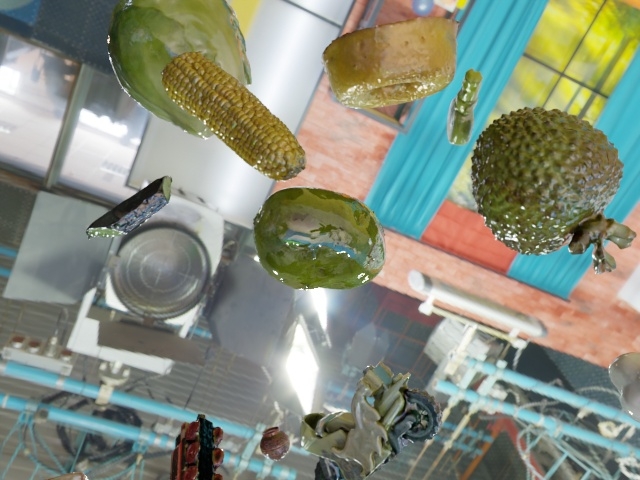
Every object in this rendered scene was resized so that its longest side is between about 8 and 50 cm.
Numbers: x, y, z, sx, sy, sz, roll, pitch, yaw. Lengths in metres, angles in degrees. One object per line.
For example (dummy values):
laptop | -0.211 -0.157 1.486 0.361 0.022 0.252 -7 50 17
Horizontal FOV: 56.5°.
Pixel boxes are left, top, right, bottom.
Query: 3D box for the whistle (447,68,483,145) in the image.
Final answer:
whistle | 0.307 -0.280 1.250 0.057 0.198 0.104 3 -117 0

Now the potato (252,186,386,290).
potato | 0.000 0.000 1.004 0.253 0.186 0.149 31 -145 -36

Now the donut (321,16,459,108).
donut | 0.142 -0.339 1.174 0.277 0.109 0.277 -10 179 0

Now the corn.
corn | -0.139 -0.203 0.985 0.313 0.102 0.102 43 -156 16

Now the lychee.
lychee | 0.418 -0.101 1.103 0.269 0.270 0.320 16 -145 -27

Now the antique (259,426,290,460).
antique | -0.145 0.654 1.907 0.104 0.104 0.104 23 -160 -9

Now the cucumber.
cucumber | -0.399 -0.059 1.260 0.070 0.220 0.046 49 174 35

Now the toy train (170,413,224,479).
toy train | -0.176 0.311 0.823 0.050 0.087 0.138 34 -156 -29

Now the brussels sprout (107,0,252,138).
brussels sprout | -0.291 -0.384 1.257 0.281 0.289 0.355 -30 -101 -27

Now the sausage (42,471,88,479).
sausage | -0.464 0.586 1.039 0.287 0.233 0.233 64 -157 -2

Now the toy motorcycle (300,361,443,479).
toy motorcycle | 0.103 0.470 1.475 0.237 0.410 0.168 50 -158 12

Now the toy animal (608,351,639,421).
toy animal | 0.375 0.030 0.429 0.181 0.180 0.363 41 -133 20
